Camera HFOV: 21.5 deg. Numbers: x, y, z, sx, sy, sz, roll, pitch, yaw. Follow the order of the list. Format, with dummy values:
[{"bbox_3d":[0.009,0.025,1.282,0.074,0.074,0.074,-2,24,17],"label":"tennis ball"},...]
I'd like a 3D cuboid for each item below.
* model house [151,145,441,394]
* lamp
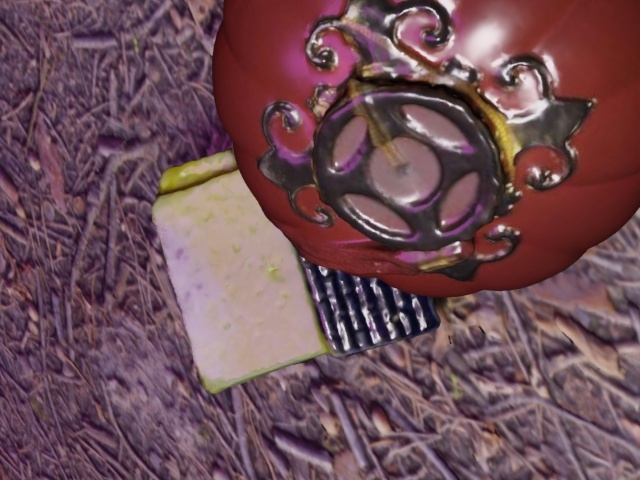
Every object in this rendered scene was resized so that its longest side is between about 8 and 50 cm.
[{"bbox_3d":[0.000,0.000,1.381,0.211,0.170,0.194,-18,86,27],"label":"model house"},{"bbox_3d":[0.080,-0.106,1.070,0.303,0.257,0.303,8,125,11],"label":"lamp"}]
